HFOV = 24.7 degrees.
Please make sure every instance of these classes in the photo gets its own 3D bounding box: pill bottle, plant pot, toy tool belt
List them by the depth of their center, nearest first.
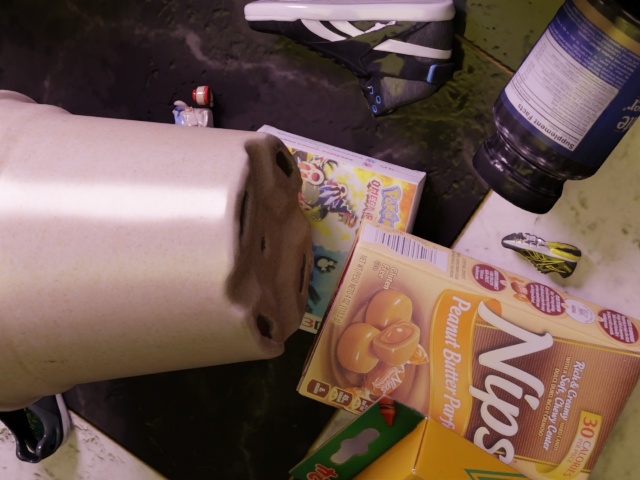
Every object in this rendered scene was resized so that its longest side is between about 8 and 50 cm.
[{"bbox_3d":[0.243,-0.137,1.404,0.123,0.123,0.219,35,116,4],"label":"pill bottle"},{"bbox_3d":[-0.183,0.009,1.472,0.305,0.334,0.334,-1,108,19],"label":"plant pot"},{"bbox_3d":[-0.143,-0.125,1.572,0.051,0.052,0.083,1,108,9],"label":"toy tool belt"}]

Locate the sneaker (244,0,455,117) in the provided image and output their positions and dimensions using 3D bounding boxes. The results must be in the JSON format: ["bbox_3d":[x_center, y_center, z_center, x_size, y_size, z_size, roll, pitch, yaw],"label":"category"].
[{"bbox_3d":[0.028,-0.184,1.480,0.217,0.079,0.121,3,108,15],"label":"sneaker"}]

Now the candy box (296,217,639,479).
[{"bbox_3d":[0.156,0.121,1.513,0.316,0.087,0.183,21,114,-1],"label":"candy box"}]

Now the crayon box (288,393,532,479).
[{"bbox_3d":[0.135,0.308,1.541,0.318,0.081,0.202,32,134,-12],"label":"crayon box"}]

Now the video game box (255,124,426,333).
[{"bbox_3d":[0.000,0.000,1.572,0.187,0.048,0.205,16,113,9],"label":"video game box"}]

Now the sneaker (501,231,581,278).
[{"bbox_3d":[0.226,0.017,1.513,0.083,0.031,0.035,16,113,12],"label":"sneaker"}]

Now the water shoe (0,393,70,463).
[{"bbox_3d":[-0.355,0.163,1.723,0.073,0.080,0.203,-19,102,22],"label":"water shoe"}]
